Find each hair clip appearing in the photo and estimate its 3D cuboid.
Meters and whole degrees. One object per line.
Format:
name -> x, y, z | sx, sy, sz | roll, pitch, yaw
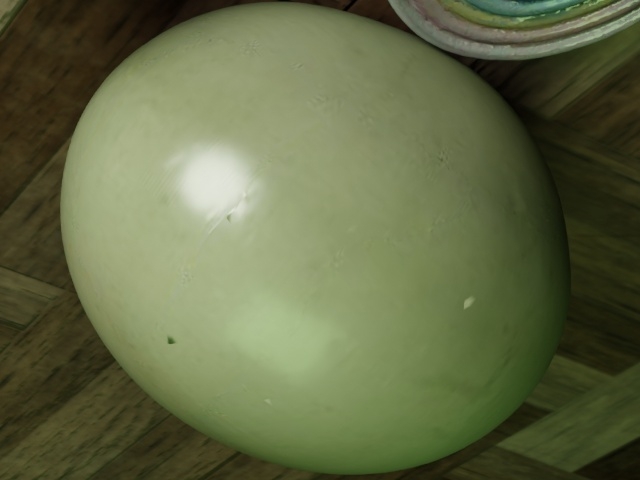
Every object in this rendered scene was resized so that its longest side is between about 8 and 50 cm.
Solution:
hair clip -> 0.078, -0.142, 0.801 | 0.220, 0.054, 0.140 | 24, 133, -31

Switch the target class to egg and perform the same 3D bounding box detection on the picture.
egg -> 0.000, 0.000, 0.876 | 0.219, 0.219, 0.269 | -18, 140, 33
